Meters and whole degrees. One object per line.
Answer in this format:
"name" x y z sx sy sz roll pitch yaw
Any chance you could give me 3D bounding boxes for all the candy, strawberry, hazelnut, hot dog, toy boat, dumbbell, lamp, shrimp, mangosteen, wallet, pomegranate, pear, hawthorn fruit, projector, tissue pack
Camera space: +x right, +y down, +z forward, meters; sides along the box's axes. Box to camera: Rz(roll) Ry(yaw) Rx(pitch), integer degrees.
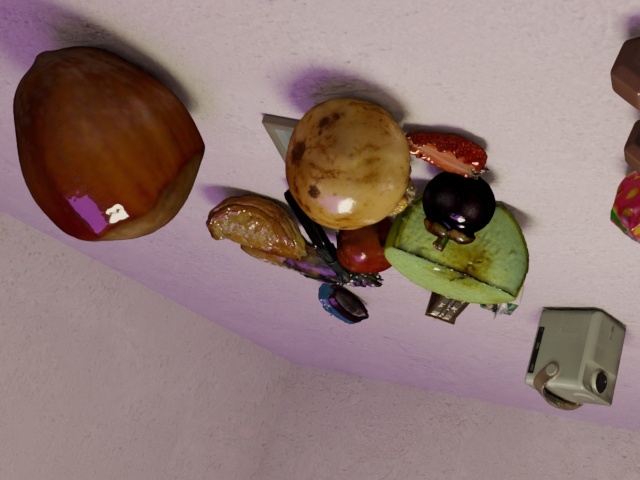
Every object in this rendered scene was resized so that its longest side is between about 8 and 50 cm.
"candy" 0.539 -0.101 0.984 0.124 0.124 0.365 22 151 -10
"strawberry" 0.213 -0.150 1.218 0.152 0.048 0.104 27 169 4
"hazelnut" -0.392 -0.171 1.328 0.365 0.366 0.366 17 162 6
"hot dog" -0.146 -0.036 1.806 0.259 0.114 0.175 13 157 10
"toy boat" 0.065 0.212 2.330 0.097 0.100 0.223 -10 146 39
"dumbbell" 0.419 -0.161 0.903 0.082 0.092 0.231 18 165 34
"lamp" 0.340 0.128 1.836 0.090 0.089 0.325 19 161 4
"shrimp" -0.020 0.076 2.063 0.445 0.085 0.272 13 167 25
"mangosteen" 0.240 -0.052 1.298 0.137 0.151 0.137 21 180 0
"wallet" 0.000 0.000 1.704 0.172 0.045 0.318 58 -179 23
"pomegranate" 0.050 -0.124 1.199 0.215 0.215 0.215 17 162 6
"pear" 0.272 0.019 1.477 0.292 0.159 0.292 20 163 6
"hawthorn fruit" 0.118 0.008 1.629 0.172 0.148 0.148 15 163 -13
"projector" 0.632 0.300 1.802 0.163 0.243 0.177 32 159 -29
"tissue pack" 0.448 0.151 1.807 0.085 0.079 0.111 15 162 7

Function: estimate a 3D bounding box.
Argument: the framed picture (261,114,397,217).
"framed picture" 0.041 -0.138 1.460 0.247 0.022 0.335 13 162 18

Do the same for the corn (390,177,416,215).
"corn" 0.070 -0.086 1.406 0.101 0.101 0.291 28 165 -25
